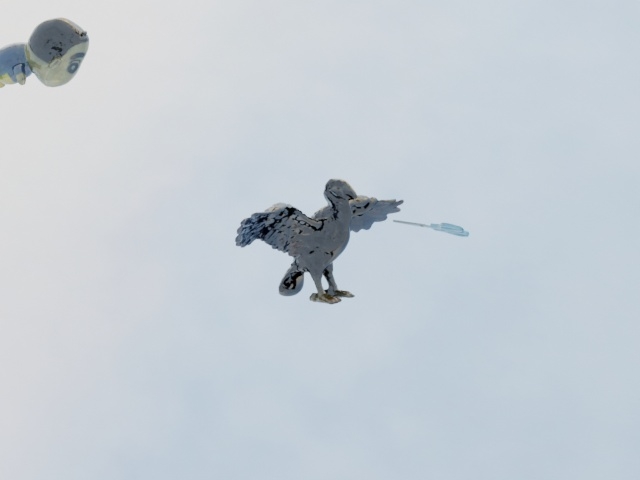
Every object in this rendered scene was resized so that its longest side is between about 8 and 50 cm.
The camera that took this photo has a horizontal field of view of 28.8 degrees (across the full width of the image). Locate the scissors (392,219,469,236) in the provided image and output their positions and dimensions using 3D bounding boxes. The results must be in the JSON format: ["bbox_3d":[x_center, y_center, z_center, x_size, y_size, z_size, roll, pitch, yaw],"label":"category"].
[{"bbox_3d":[0.104,-0.014,1.203,0.083,0.036,0.006,9,-100,36],"label":"scissors"}]

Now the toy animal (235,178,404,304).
[{"bbox_3d":[0.000,0.000,1.032,0.062,0.220,0.108,15,-73,35],"label":"toy animal"}]

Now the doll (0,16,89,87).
[{"bbox_3d":[-0.386,-0.243,1.706,0.179,0.102,0.089,-27,-67,23],"label":"doll"}]
